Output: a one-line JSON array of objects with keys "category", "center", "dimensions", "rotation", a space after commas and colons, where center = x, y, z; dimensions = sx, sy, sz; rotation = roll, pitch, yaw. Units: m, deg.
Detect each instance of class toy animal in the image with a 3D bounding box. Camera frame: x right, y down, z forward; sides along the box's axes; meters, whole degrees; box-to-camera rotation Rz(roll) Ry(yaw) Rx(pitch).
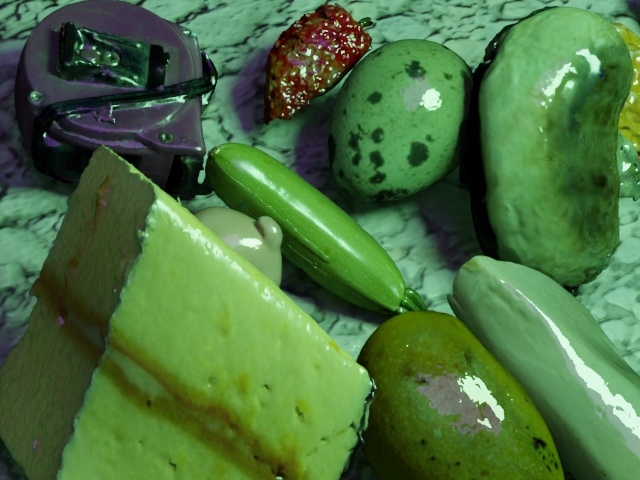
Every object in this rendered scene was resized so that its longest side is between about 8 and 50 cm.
[{"category": "toy animal", "center": [-0.147, 0.045, 1.783], "dimensions": [0.171, 0.171, 0.198], "rotation": [43, 53, 15]}]

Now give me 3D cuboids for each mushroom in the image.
[{"category": "mushroom", "center": [0.292, -0.106, 1.906], "dimensions": [0.247, 0.130, 0.344], "rotation": [10, 93, -20]}, {"category": "mushroom", "center": [0.303, 0.187, 1.814], "dimensions": [0.137, 0.154, 0.407], "rotation": [-38, 75, 10]}]

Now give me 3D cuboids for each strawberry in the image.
[{"category": "strawberry", "center": [-0.017, -0.233, 2.013], "dimensions": [0.192, 0.140, 0.085], "rotation": [-36, 112, -1]}]

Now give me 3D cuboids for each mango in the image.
[{"category": "mango", "center": [0.158, 0.226, 1.731], "dimensions": [0.329, 0.176, 0.175], "rotation": [51, 25, 20]}]

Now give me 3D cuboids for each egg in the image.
[{"category": "egg", "center": [0.098, -0.142, 1.963], "dimensions": [0.177, 0.177, 0.228], "rotation": [34, 71, 10]}]

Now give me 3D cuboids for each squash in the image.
[{"category": "squash", "center": [0.000, 0.000, 1.871], "dimensions": [0.341, 0.094, 0.094], "rotation": [38, 52, -14]}]

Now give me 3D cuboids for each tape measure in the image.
[{"category": "tape measure", "center": [-0.239, -0.173, 1.908], "dimensions": [0.245, 0.149, 0.231], "rotation": [3, 57, -13]}]

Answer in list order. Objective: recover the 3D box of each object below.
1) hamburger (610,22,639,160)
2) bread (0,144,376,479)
[{"category": "hamburger", "center": [0.371, -0.183, 2.077], "dimensions": [0.237, 0.149, 0.237], "rotation": [6, 56, -10]}, {"category": "bread", "center": [-0.134, 0.165, 1.664], "dimensions": [0.405, 0.242, 0.345], "rotation": [34, 87, -23]}]
